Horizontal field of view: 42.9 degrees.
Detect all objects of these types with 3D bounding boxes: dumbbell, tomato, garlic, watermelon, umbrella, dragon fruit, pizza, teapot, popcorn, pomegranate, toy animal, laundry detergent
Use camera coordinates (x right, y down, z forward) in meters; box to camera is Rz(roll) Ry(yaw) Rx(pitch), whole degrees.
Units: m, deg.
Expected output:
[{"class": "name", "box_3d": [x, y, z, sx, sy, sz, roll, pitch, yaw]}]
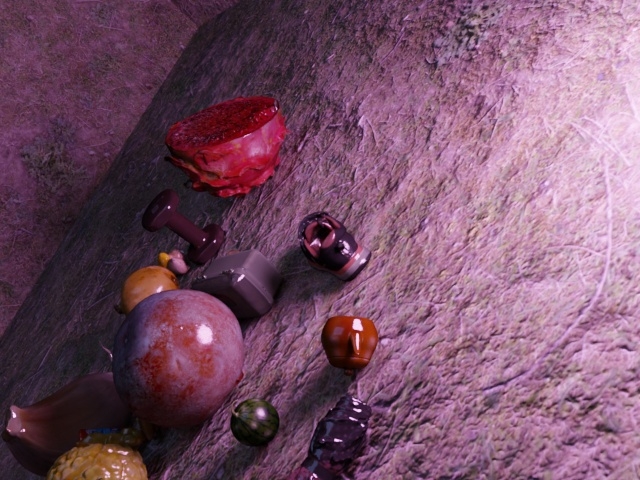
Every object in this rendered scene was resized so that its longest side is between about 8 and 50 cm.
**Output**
[{"class": "dumbbell", "box_3d": [-0.402, -0.038, 2.387, 0.140, 0.225, 0.124, -48, 31, 6]}, {"class": "tomato", "box_3d": [-0.319, 0.263, 1.853, 0.316, 0.282, 0.317, -33, 43, 37]}, {"class": "garlic", "box_3d": [-0.638, 0.476, 2.133, 0.340, 0.246, 0.231, -41, -12, -39]}, {"class": "watermelon", "box_3d": [-0.135, 0.365, 1.632, 0.109, 0.109, 0.109, -36, 31, 25]}, {"class": "umbrella", "box_3d": [-0.014, 0.416, 1.408, 0.094, 0.090, 0.326, 22, 73, 38]}, {"class": "dragon fruit", "box_3d": [-0.261, -0.271, 2.434, 0.370, 0.249, 0.386, -8, 29, 16]}, {"class": "pizza", "box_3d": [-0.436, 0.397, 2.020, 0.052, 0.185, 0.195, -15, -1, -3]}, {"class": "teapot", "box_3d": [0.054, 0.206, 1.566, 0.116, 0.116, 0.173, -60, 3, -18]}, {"class": "popcorn", "box_3d": [-0.501, 0.541, 1.861, 0.251, 0.206, 0.237, -53, 12, -31]}, {"class": "pomegranate", "box_3d": [-0.497, 0.168, 2.328, 0.196, 0.196, 0.196, -36, 31, 25]}, {"class": "toy animal", "box_3d": [-0.444, 0.058, 2.490, 0.114, 0.091, 0.082, -17, 28, 48]}, {"class": "laundry detergent", "box_3d": [-0.504, 0.483, 1.990, 0.097, 0.165, 0.049, -151, 63, -71]}]

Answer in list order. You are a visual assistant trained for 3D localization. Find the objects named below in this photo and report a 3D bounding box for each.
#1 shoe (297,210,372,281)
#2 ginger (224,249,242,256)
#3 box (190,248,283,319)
[{"class": "shoe", "box_3d": [0.000, 0.000, 1.849, 0.114, 0.137, 0.291, -51, 27, -4]}, {"class": "ginger", "box_3d": [-0.262, 0.114, 2.158, 0.104, 0.080, 0.204, 24, 74, 28]}, {"class": "box", "box_3d": [-0.207, 0.113, 2.010, 0.210, 0.148, 0.129, -14, 36, 45]}]
